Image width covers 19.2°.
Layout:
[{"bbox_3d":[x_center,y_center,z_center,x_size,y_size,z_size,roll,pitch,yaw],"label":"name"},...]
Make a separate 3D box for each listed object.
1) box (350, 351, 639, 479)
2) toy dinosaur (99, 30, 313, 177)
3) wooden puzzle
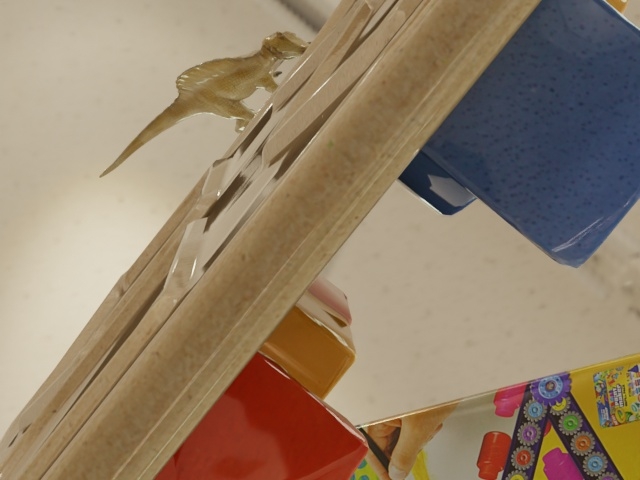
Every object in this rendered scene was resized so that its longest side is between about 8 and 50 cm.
[{"bbox_3d":[0.110,0.206,0.925,0.279,0.290,0.177,-16,-120,23],"label":"box"},{"bbox_3d":[-0.060,-0.097,1.203,0.183,0.092,0.053,-29,-111,35],"label":"toy dinosaur"},{"bbox_3d":[0.000,0.000,0.495,0.080,0.322,0.348,34,-83,-5],"label":"wooden puzzle"}]
